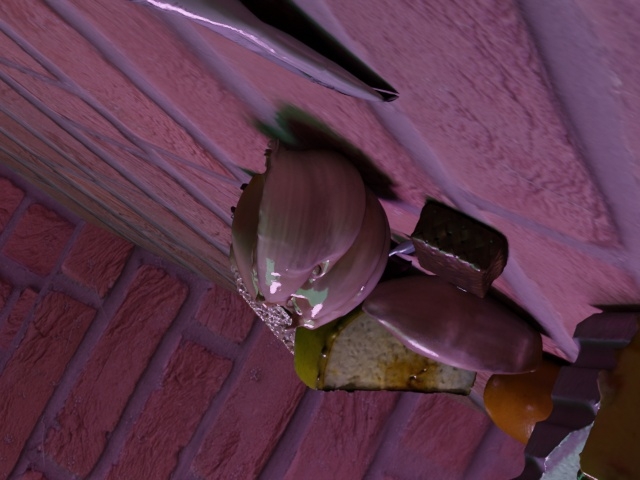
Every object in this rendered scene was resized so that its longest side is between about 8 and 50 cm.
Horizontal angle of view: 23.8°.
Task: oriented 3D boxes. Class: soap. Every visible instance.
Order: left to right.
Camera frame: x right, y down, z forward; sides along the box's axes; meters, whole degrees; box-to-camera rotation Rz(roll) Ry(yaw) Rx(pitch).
[{"bbox_3d":[0.345,0.214,1.644,0.159,0.257,0.302,30,172,-5],"label":"soap"}]

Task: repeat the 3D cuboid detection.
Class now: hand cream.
[{"bbox_3d":[-0.077,-0.186,1.255,0.336,0.076,0.121,26,-179,-44],"label":"hand cream"}]

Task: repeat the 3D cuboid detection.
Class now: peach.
[{"bbox_3d":[0.370,0.276,2.390,0.251,0.153,0.251,26,165,8],"label":"peach"}]

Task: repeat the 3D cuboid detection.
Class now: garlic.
[{"bbox_3d":[-0.006,0.006,1.747,0.185,0.203,0.281,10,172,-12],"label":"garlic"},{"bbox_3d":[0.200,0.119,2.075,0.318,0.112,0.143,26,-174,-41],"label":"garlic"}]

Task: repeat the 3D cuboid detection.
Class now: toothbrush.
[{"bbox_3d":[0.054,0.042,2.010,0.193,0.013,0.019,-29,145,31],"label":"toothbrush"}]

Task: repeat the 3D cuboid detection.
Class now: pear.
[{"bbox_3d":[0.085,0.124,2.295,0.293,0.159,0.292,8,-169,-2],"label":"pear"}]

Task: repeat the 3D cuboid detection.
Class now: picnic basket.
[{"bbox_3d":[0.157,0.015,1.752,0.110,0.054,0.193,26,174,12],"label":"picnic basket"}]

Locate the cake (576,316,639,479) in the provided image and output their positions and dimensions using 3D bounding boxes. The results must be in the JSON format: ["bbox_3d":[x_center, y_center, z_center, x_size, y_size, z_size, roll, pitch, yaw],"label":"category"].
[{"bbox_3d":[0.357,0.187,1.300,0.227,0.286,0.222,24,171,28],"label":"cake"}]

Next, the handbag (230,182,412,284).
[{"bbox_3d":[0.002,-0.003,2.116,0.203,0.074,0.216,34,172,-35],"label":"handbag"}]

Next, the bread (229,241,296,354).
[{"bbox_3d":[-0.043,0.081,2.436,0.286,0.056,0.207,53,-151,-19],"label":"bread"}]
